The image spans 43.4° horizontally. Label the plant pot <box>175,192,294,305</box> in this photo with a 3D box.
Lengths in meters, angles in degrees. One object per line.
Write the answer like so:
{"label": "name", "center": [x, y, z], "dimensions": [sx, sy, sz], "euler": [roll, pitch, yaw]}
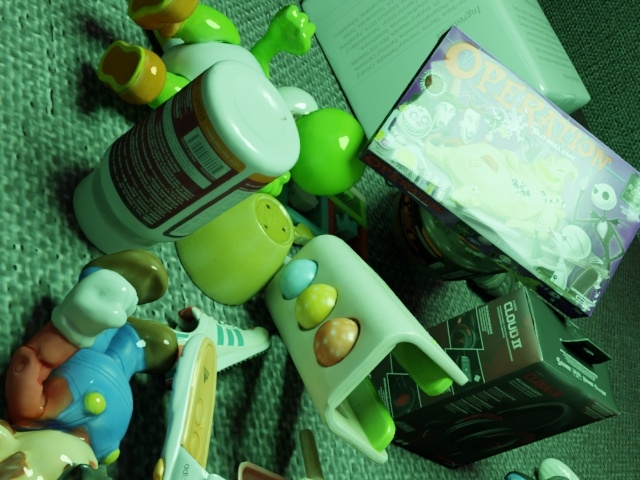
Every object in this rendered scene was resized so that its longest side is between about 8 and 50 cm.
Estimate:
{"label": "plant pot", "center": [-0.088, -0.003, 0.939], "dimensions": [0.134, 0.095, 0.134], "euler": [36, 38, -35]}

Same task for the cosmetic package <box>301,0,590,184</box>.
{"label": "cosmetic package", "center": [0.239, -0.353, 1.509], "dimensions": [0.329, 0.327, 0.393], "euler": [-10, 73, -59]}

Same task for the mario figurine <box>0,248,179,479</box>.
{"label": "mario figurine", "center": [-0.169, 0.150, 0.613], "dimensions": [0.198, 0.170, 0.320], "euler": [49, 30, -22]}

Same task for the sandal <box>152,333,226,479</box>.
{"label": "sandal", "center": [-0.096, 0.205, 0.695], "dimensions": [0.102, 0.076, 0.265], "euler": [70, 22, -62]}

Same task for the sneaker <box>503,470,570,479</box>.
{"label": "sneaker", "center": [0.359, 0.408, 1.276], "dimensions": [0.188, 0.067, 0.078], "euler": [27, 35, -21]}

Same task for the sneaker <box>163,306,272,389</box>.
{"label": "sneaker", "center": [-0.112, 0.100, 0.850], "dimensions": [0.161, 0.057, 0.075], "euler": [-17, 85, -57]}

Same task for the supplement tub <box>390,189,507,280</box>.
{"label": "supplement tub", "center": [0.231, -0.047, 1.212], "dimensions": [0.207, 0.207, 0.338], "euler": [62, -7, 3]}

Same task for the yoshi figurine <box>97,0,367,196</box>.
{"label": "yoshi figurine", "center": [-0.067, -0.162, 0.976], "dimensions": [0.362, 0.204, 0.203], "euler": [30, 34, -42]}

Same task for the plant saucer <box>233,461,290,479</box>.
{"label": "plant saucer", "center": [-0.008, 0.379, 0.781], "dimensions": [0.259, 0.048, 0.258], "euler": [37, 37, -37]}

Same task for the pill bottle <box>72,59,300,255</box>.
{"label": "pill bottle", "center": [-0.138, -0.072, 0.795], "dimensions": [0.121, 0.221, 0.121], "euler": [37, 38, -35]}

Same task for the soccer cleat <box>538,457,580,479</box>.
{"label": "soccer cleat", "center": [0.418, 0.461, 1.342], "dimensions": [0.076, 0.068, 0.196], "euler": [-15, 80, -56]}

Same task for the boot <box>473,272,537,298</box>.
{"label": "boot", "center": [0.373, 0.068, 1.610], "dimensions": [0.229, 0.091, 0.262], "euler": [46, 36, -33]}

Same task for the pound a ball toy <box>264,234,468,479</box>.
{"label": "pound a ball toy", "center": [0.005, 0.135, 0.858], "dimensions": [0.136, 0.208, 0.319], "euler": [42, 5, -25]}

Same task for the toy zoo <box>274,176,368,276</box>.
{"label": "toy zoo", "center": [0.000, 0.000, 1.135], "dimensions": [0.192, 0.030, 0.293], "euler": [37, 37, -35]}

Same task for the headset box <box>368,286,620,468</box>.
{"label": "headset box", "center": [0.230, 0.187, 1.061], "dimensions": [0.218, 0.293, 0.110], "euler": [34, 40, -40]}

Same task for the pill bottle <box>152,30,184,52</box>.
{"label": "pill bottle", "center": [-0.186, -0.278, 1.057], "dimensions": [0.065, 0.065, 0.116], "euler": [-18, 80, -60]}

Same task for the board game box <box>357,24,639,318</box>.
{"label": "board game box", "center": [0.242, -0.084, 1.009], "dimensions": [0.347, 0.056, 0.208], "euler": [36, 70, -7]}
